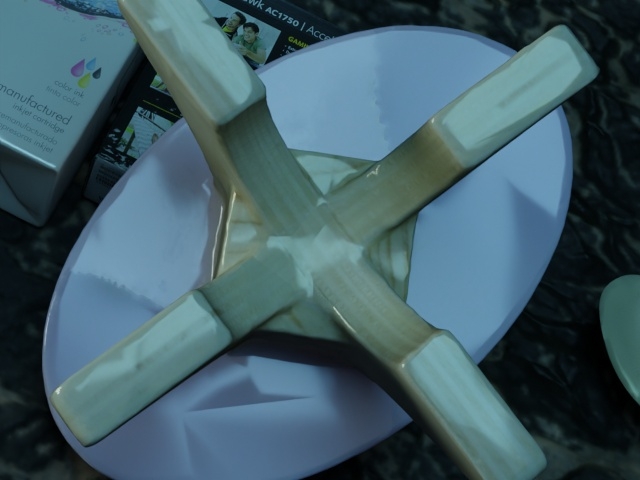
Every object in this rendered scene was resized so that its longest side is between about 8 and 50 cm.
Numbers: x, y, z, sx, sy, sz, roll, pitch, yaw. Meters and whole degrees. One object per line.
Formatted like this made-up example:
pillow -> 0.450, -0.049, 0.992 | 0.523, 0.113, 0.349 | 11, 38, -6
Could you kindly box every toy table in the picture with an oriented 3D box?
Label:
toy table -> 0.000, 0.000, 0.843 | 0.252, 0.161, 0.274 | 42, 81, 0

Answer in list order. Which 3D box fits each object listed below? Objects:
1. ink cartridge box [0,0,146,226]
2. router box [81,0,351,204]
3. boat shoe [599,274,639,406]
ink cartridge box -> -0.137, -0.120, 0.960 | 0.115, 0.067, 0.198 | 27, 60, -1
router box -> -0.009, -0.042, 0.972 | 0.179, 0.046, 0.133 | 27, 60, -3
boat shoe -> 0.181, 0.077, 0.973 | 0.049, 0.042, 0.133 | -35, 76, -2
